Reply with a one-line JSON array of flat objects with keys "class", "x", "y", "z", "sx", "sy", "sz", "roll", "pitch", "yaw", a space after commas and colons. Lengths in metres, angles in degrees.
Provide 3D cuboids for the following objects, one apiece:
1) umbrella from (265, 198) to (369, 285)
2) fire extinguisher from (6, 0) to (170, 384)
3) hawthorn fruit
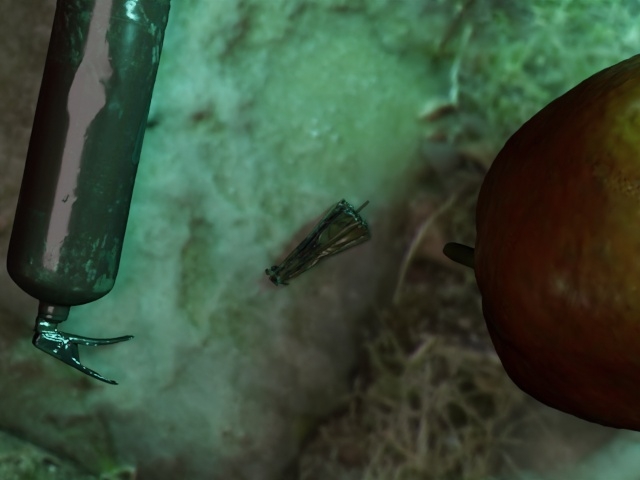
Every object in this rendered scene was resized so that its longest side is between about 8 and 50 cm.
[{"class": "umbrella", "x": 0.000, "y": 0.001, "z": 1.062, "sx": 0.083, "sy": 0.020, "sz": 0.031, "roll": -41, "pitch": 120, "yaw": 14}, {"class": "fire extinguisher", "x": -0.141, "y": -0.044, "z": 1.079, "sx": 0.089, "sy": 0.072, "sz": 0.267, "roll": 10, "pitch": 95, "yaw": -20}, {"class": "hawthorn fruit", "x": 0.182, "y": 0.005, "z": 0.921, "sx": 0.261, "sy": 0.224, "sz": 0.224, "roll": -14, "pitch": 87, "yaw": 39}]
